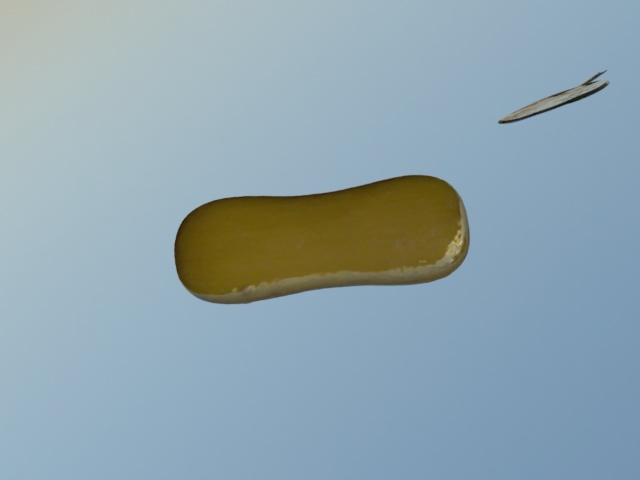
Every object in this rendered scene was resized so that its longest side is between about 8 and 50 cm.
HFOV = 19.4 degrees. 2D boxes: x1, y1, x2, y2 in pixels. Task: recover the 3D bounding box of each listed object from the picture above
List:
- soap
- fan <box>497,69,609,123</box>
[{"bbox_3d":[0.000,0.000,0.557,0.089,0.034,0.012,-6,169,8],"label":"soap"},{"bbox_3d":[0.119,-0.072,0.955,0.060,0.003,0.080,-20,-172,11],"label":"fan"}]
